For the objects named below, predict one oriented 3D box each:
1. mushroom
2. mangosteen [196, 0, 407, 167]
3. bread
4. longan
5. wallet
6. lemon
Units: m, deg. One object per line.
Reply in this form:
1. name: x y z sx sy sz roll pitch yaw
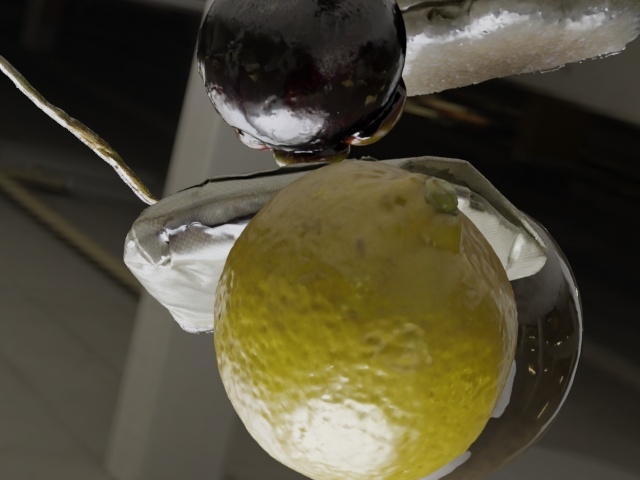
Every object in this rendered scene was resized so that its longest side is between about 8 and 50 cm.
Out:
1. mushroom: -0.229 -0.110 1.583 0.026 0.028 0.286 7 148 46
2. mangosteen: -0.011 -0.157 1.714 0.211 0.250 0.211 -11 -144 8
3. bread: 0.177 -0.243 1.897 0.337 0.102 0.183 -13 163 25
4. longan: 0.160 0.127 2.011 0.288 0.350 0.288 26 179 0
5. wallet: 0.001 0.003 1.363 0.335 0.068 0.275 -8 164 12
6. lemon: 0.026 0.049 1.036 0.187 0.244 0.187 6 -127 -8
